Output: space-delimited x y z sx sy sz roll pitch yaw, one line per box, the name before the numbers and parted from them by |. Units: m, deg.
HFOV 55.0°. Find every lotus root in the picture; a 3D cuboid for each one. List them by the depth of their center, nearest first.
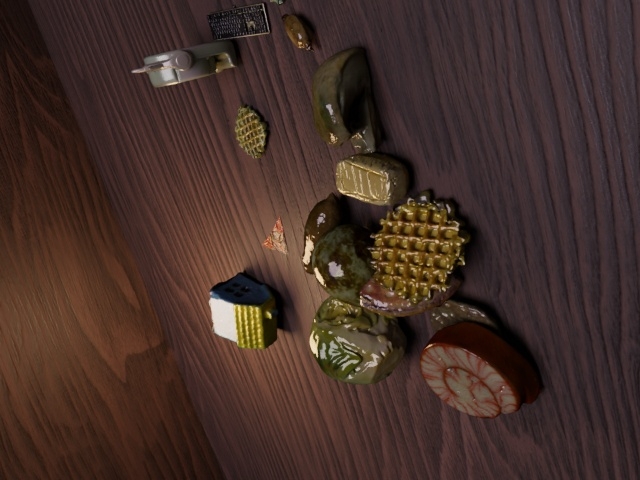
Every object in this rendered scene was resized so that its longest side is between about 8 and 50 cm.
lotus root | -0.061 -0.616 1.822 0.152 0.063 0.072 55 162 10

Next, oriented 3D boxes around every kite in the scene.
kite | -0.160 0.009 2.392 0.125 0.008 0.222 50 143 12

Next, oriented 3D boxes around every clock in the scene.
clock | -0.474 -0.602 2.108 0.265 0.324 0.108 11 121 48

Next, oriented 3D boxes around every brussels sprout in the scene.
brussels sprout | 0.111 0.332 2.049 0.344 0.268 0.344 29 130 41

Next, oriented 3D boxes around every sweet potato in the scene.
sweet potato | -0.001 0.005 2.104 0.130 0.130 0.422 43 144 23

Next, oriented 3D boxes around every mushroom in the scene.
mushroom | 0.036 -0.373 1.761 0.217 0.212 0.292 -2 118 42

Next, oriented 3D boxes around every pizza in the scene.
pizza | 0.262 0.141 1.794 0.085 0.306 0.161 53 -154 -65

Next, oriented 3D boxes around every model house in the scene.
model house | -0.302 0.306 2.588 0.303 0.215 0.237 23 128 36

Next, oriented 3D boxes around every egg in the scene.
egg | 0.109 0.084 1.925 0.289 0.238 0.238 42 143 -3

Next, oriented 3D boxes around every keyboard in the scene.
keyboard | -0.278 -0.728 2.043 0.317 0.027 0.106 13 122 47

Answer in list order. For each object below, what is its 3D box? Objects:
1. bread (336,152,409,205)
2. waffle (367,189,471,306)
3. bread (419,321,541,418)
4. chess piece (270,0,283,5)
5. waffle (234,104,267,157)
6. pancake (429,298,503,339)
bread | 0.154 -0.184 1.802 0.236 0.106 0.140 20 126 43
waffle | 0.277 0.020 1.716 0.329 0.062 0.329 -9 73 33
bread | 0.439 0.376 1.775 0.295 0.114 0.328 48 147 -4
chess piece | -0.148 -0.743 1.868 0.093 0.042 0.042 34 136 24
waffle | -0.253 -0.392 2.220 0.169 0.036 0.183 46 139 25
pancake | 0.428 0.256 1.804 0.222 0.042 0.236 53 148 -1
